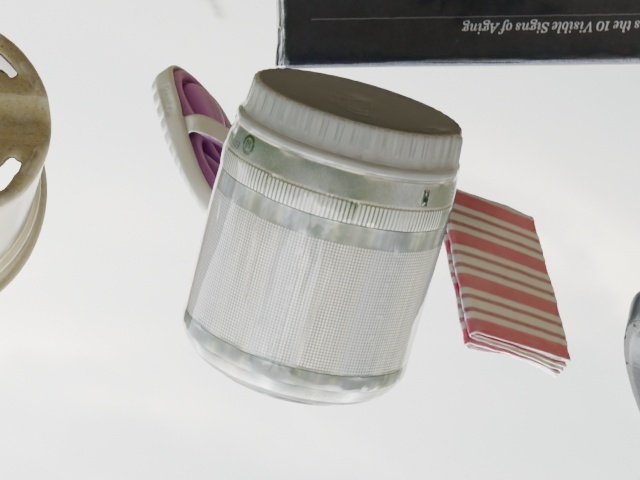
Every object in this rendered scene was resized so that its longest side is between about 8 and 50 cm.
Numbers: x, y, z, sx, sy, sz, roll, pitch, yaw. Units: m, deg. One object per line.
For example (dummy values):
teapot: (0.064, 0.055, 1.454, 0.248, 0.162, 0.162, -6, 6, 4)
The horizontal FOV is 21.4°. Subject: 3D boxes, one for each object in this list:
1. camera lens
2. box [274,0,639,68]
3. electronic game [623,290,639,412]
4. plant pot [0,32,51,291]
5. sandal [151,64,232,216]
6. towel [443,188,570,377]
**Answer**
camera lens: (0.000, 0.000, 1.568, 0.219, 0.274, 0.219, 14, -164, -4)
box: (0.185, -0.428, 1.880, 0.479, 0.472, 0.297, 0, -175, 0)
electronic game: (0.318, 0.144, 1.403, 0.048, 0.229, 0.229, -23, -146, -10)
plant pot: (-0.427, -0.095, 1.825, 0.333, 0.334, 0.305, 23, 160, -16)
sandal: (-0.101, -0.096, 2.077, 0.169, 0.102, 0.416, 30, -158, -49)
towel: (0.180, 0.038, 1.724, 0.144, 0.029, 0.197, 19, -133, -36)
